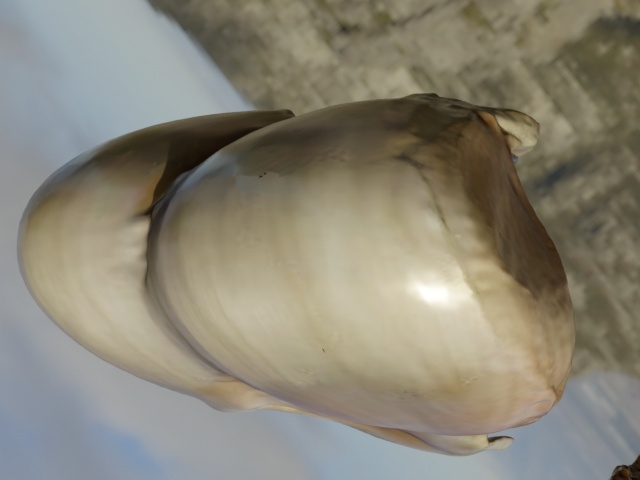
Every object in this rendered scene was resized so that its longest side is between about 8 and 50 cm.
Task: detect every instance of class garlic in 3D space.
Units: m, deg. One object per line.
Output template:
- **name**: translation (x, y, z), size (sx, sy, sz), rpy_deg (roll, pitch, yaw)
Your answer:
- **garlic**: translation (-0.007, 0.008, 0.464), size (0.174, 0.099, 0.124), rpy_deg (-1, 175, 40)

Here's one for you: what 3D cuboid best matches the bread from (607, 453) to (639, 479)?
- **bread**: translation (0.185, 0.268, 1.132), size (0.179, 0.194, 0.340), rpy_deg (54, -157, 10)
